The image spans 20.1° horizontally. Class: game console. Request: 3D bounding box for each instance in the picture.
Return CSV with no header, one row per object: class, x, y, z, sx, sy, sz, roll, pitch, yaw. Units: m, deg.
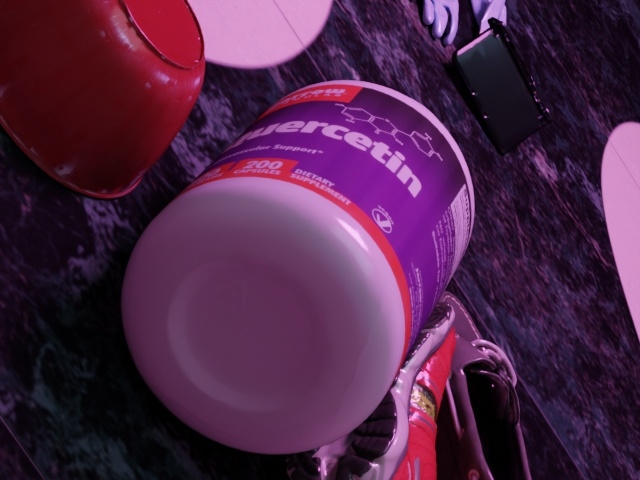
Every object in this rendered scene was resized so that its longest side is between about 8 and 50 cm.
game console,0.188,-0.166,1.925,0.122,0.071,0.107,62,3,-12

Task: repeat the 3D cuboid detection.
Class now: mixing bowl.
mixing bowl,-0.142,-0.130,1.203,0.181,0.098,0.181,43,30,-32

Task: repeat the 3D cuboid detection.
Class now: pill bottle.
pill bottle,0.000,0.000,1.231,0.181,0.181,0.323,56,25,-9

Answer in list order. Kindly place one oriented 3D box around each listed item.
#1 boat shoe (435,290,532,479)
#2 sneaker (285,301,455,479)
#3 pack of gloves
boat shoe,0.129,0.159,1.404,0.112,0.095,0.335,41,31,-35
sneaker,0.042,0.139,1.296,0.279,0.107,0.118,-61,137,-58
pack of gloves,0.166,-0.267,1.984,0.195,0.046,0.232,44,30,-33
